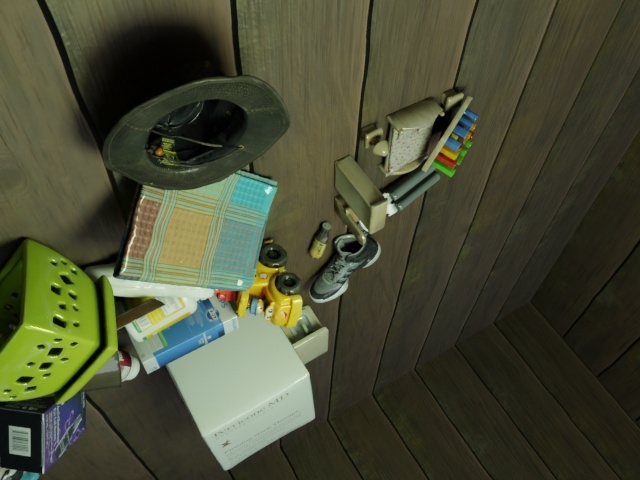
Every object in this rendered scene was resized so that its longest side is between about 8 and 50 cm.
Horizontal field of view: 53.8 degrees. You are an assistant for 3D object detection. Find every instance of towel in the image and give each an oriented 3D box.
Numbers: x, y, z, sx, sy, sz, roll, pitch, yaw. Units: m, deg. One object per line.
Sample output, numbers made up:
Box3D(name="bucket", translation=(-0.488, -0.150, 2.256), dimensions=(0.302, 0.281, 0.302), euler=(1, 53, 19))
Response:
Box3D(name="towel", translation=(-0.243, -0.031, 1.328), dimensions=(0.370, 0.040, 0.271), euler=(12, 94, -54))

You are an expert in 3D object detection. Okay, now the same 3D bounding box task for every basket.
Box3D(name="basket", translation=(-0.589, 0.274, 1.441), dimensions=(0.227, 0.154, 0.204), euler=(-13, 115, -27))

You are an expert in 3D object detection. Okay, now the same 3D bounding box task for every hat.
Box3D(name="hat", translation=(-0.220, -0.220, 1.095), dimensions=(0.331, 0.134, 0.331), euler=(-13, 159, -5))

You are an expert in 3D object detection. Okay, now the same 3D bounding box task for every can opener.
Box3D(name="can opener", translation=(0.212, -0.129, 1.790), dimensions=(0.280, 0.093, 0.074), euler=(-36, 123, -6))

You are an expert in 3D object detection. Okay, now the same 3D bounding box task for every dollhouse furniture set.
Box3D(name="dollhouse furniture set", translation=(0.230, -0.172, 1.625), dimensions=(0.356, 0.173, 0.303), euler=(-26, 152, -17))

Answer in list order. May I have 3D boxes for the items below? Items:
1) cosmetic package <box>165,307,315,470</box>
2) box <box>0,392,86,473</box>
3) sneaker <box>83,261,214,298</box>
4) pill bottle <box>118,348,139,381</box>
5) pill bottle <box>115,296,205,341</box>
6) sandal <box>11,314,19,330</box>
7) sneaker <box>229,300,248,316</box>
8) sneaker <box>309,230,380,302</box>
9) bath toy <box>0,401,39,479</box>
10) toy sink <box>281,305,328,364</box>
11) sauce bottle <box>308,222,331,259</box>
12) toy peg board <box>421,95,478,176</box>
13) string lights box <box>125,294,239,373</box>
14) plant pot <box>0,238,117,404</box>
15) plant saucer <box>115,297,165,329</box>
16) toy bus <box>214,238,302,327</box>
Box3D(name="cosmetic package", translation=(-0.239, 0.413, 1.859), dimensions=(0.329, 0.327, 0.393), euler=(-27, 150, -14))
Box3D(name="box", translation=(-0.646, 0.420, 1.483), dimensions=(0.207, 0.108, 0.153), euler=(-62, 158, -76))
Box3D(name="sneaker", translation=(-0.368, 0.033, 1.383), dimensions=(0.293, 0.108, 0.169), euler=(3, 109, -26))
Box3D(name="pill bottle", translation=(-0.542, 0.322, 1.638), dimensions=(0.086, 0.086, 0.152), euler=(-38, 153, 6))
Box3D(name="pill bottle", translation=(-0.371, 0.145, 1.516), dimensions=(0.208, 0.117, 0.117), euler=(-30, 152, -10))
Box3D(name="sandal", translation=(-0.579, 0.153, 1.371), dimensions=(0.180, 0.049, 0.072), euler=(-25, 151, -18))
Box3D(name="sneaker", translation=(-0.279, 0.183, 1.742), dimensions=(0.170, 0.089, 0.051), euler=(9, 155, -3))
Box3D(name="sneaker", translation=(0.056, 0.070, 1.899), dimensions=(0.268, 0.101, 0.153), euler=(-41, 152, -1))
Box3D(name="bath toy", translation=(-0.791, 0.525, 1.631), dimensions=(0.129, 0.151, 0.348), euler=(0, 131, -23))
Box3D(name="toy sink", translation=(-0.072, 0.318, 2.109), dimensions=(0.153, 0.131, 0.234), euler=(-29, 157, -13))
Box3D(name="sauce bottle", translation=(0.000, 0.000, 1.785), dimensions=(0.042, 0.042, 0.128), euler=(-17, 145, -31))
Box3D(name="toy peg board", translation=(0.351, -0.256, 1.621), dimensions=(0.161, 0.079, 0.160), euler=(-56, 176, -24))
Box3D(name="string lights box", translation=(-0.356, 0.218, 1.629), dimensions=(0.260, 0.133, 0.076), euler=(-25, 150, -18))
Box3D(name="plant pot", translation=(-0.526, 0.172, 1.216), dimensions=(0.228, 0.227, 0.207), euler=(-44, 134, 20))
Box3D(name="plant saucer", translation=(-0.417, 0.166, 1.360), dimensions=(0.168, 0.029, 0.168), euler=(-27, -179, 1))
Box3D(name="toy bus", translation=(-0.173, 0.125, 1.610), dimensions=(0.211, 0.220, 0.149), euler=(-12, 142, -27))
